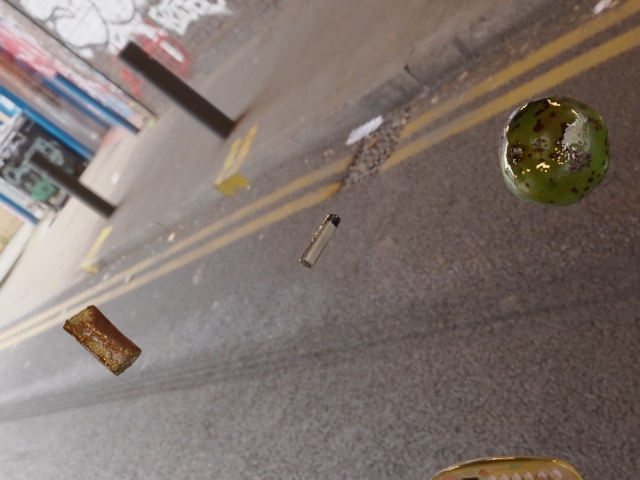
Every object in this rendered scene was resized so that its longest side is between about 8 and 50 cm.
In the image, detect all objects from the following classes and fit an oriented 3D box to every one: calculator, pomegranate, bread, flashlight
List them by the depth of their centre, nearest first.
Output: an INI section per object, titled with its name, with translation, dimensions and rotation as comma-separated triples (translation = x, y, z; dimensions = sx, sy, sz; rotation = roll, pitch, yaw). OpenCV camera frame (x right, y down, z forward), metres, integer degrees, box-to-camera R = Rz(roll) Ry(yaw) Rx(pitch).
[bread]
translation = -0.245, 0.112, 0.960
dimensions = 0.047, 0.083, 0.036
rotation = -43, -7, -49
[flashlight]
translation = 0.000, 0.000, 1.137
dimensions = 0.018, 0.018, 0.083
rotation = -12, 39, 52
[calculator]
translation = 0.286, 0.361, 1.226
dimensions = 0.236, 0.157, 0.033
rotation = -16, 30, 39
[pomegranate]
translation = 0.442, -0.163, 1.574
dimensions = 0.211, 0.263, 0.211
rotation = 5, 97, 52
